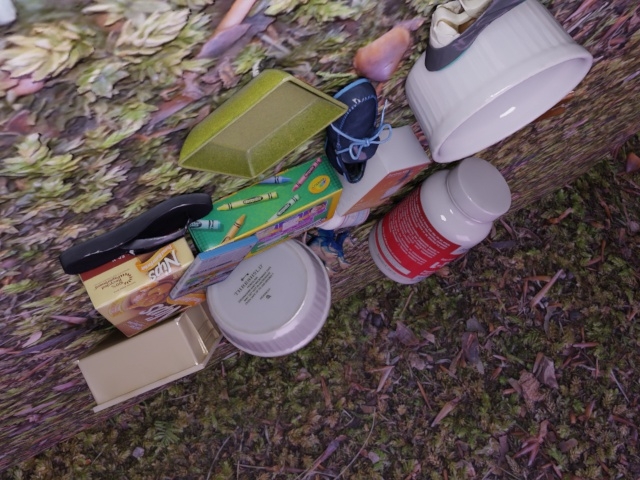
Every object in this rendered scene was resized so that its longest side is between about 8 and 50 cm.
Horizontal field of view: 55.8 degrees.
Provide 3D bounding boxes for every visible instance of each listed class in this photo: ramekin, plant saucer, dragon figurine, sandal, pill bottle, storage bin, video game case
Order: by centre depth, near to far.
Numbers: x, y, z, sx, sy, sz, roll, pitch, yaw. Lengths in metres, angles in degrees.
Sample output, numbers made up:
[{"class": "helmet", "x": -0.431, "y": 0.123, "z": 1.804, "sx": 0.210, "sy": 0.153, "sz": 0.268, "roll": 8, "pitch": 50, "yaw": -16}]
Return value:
[{"class": "plant saucer", "x": -0.078, "y": -0.158, "z": 0.807, "sx": 0.188, "sy": 0.045, "sz": 0.188, "roll": -33, "pitch": 167, "yaw": 21}, {"class": "ramekin", "x": 0.270, "y": -0.255, "z": 0.965, "sx": 0.277, "sy": 0.135, "sz": 0.277, "roll": -26, "pitch": 168, "yaw": -6}, {"class": "sandal", "x": -0.284, "y": 0.000, "z": 0.971, "sx": 0.255, "sy": 0.054, "sz": 0.097, "roll": -27, "pitch": 168, "yaw": -6}, {"class": "video game case", "x": -0.191, "y": 0.049, "z": 1.073, "sx": 0.119, "sy": 0.015, "sz": 0.166, "roll": -21, "pitch": 164, "yaw": -40}, {"class": "ramekin", "x": -0.116, "y": 0.105, "z": 1.278, "sx": 0.273, "sy": 0.272, "sz": 0.127, "roll": -28, "pitch": 162, "yaw": 0}, {"class": "pill bottle", "x": 0.033, "y": -0.069, "z": 1.317, "sx": 0.087, "sy": 0.087, "sz": 0.160, "roll": -36, "pitch": 165, "yaw": 32}, {"class": "storage bin", "x": -0.383, "y": 0.244, "z": 1.402, "sx": 0.262, "sy": 0.123, "sz": 0.260, "roll": -24, "pitch": -173, "yaw": 6}, {"class": "dragon figurine", "x": 0.000, "y": 0.000, "z": 1.525, "sx": 0.085, "sy": 0.144, "sz": 0.289, "roll": -32, "pitch": 148, "yaw": 22}, {"class": "pill bottle", "x": 0.329, "y": -0.053, "z": 1.698, "sx": 0.229, "sy": 0.229, "sz": 0.408, "roll": -19, "pitch": 165, "yaw": -37}]

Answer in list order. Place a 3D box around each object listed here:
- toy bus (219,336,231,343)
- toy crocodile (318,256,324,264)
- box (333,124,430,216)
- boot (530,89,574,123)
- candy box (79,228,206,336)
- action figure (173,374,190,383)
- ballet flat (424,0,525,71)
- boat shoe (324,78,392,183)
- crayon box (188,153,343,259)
[{"class": "toy bus", "x": -0.239, "y": 0.205, "z": 1.728, "sx": 0.333, "sy": 0.130, "sz": 0.108, "roll": -30, "pitch": 167, "yaw": 6}, {"class": "toy crocodile", "x": -0.070, "y": 0.078, "z": 1.621, "sx": 0.105, "sy": 0.115, "sz": 0.341, "roll": -33, "pitch": 167, "yaw": 23}, {"class": "box", "x": 0.105, "y": -0.136, "z": 1.191, "sx": 0.130, "sy": 0.091, "sz": 0.170, "roll": -18, "pitch": 164, "yaw": -39}, {"class": "boot", "x": 0.352, "y": -0.229, "z": 1.180, "sx": 0.281, "sy": 0.096, "sz": 0.264, "roll": -16, "pitch": 173, "yaw": 17}, {"class": "candy box", "x": -0.326, "y": 0.087, "z": 1.157, "sx": 0.183, "sy": 0.087, "sz": 0.316, "roll": -25, "pitch": 168, "yaw": -14}, {"class": "action figure", "x": -0.401, "y": 0.281, "z": 1.640, "sx": 0.285, "sy": 0.185, "sz": 0.099, "roll": -48, "pitch": -167, "yaw": 17}, {"class": "ballet flat", "x": 0.193, "y": -0.301, "z": 0.793, "sx": 0.074, "sy": 0.074, "sz": 0.203, "roll": -17, "pitch": 170, "yaw": -42}, {"class": "boat shoe", "x": 0.065, "y": -0.169, "z": 0.973, "sx": 0.109, "sy": 0.089, "sz": 0.258, "roll": -28, "pitch": 168, "yaw": -3}, {"class": "crayon box", "x": -0.103, "y": -0.044, "z": 1.128, "sx": 0.279, "sy": 0.081, "sz": 0.165, "roll": -26, "pitch": 168, "yaw": -12}]
